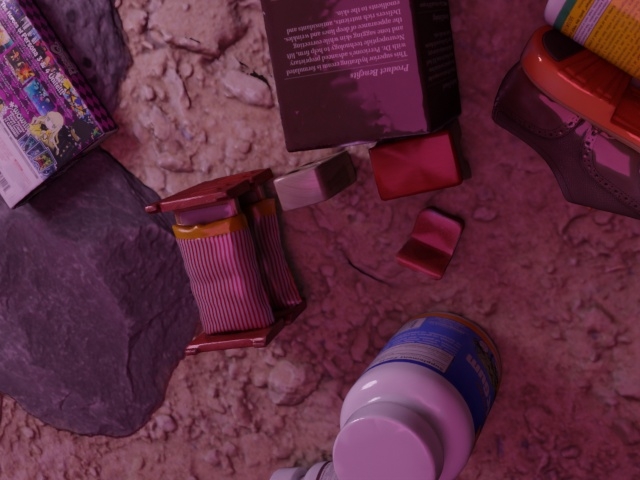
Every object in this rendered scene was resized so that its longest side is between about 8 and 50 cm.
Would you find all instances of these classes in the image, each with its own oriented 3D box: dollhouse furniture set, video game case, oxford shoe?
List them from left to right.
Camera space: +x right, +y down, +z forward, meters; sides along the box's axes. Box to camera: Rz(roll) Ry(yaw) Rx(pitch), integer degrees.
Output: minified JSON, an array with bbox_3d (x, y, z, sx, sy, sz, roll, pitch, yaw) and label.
[{"bbox_3d":[-0.424,-0.193,1.263,0.210,0.042,0.232,-33,92,26],"label":"video game case"},{"bbox_3d":[0.000,0.000,1.093,0.374,0.152,0.201,-11,101,24],"label":"dollhouse furniture set"},{"bbox_3d":[0.348,-0.075,0.970,0.363,0.130,0.133,42,136,9],"label":"oxford shoe"}]

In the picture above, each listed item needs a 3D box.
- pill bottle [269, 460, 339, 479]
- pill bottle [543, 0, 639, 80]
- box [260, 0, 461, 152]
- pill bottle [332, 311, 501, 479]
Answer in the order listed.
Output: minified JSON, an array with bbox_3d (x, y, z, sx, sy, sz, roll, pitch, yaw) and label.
[{"bbox_3d":[0.046,0.354,1.198,0.221,0.121,0.121,-6,103,23],"label":"pill bottle"},{"bbox_3d":[0.339,-0.217,0.898,0.208,0.117,0.118,34,115,9],"label":"pill bottle"},{"bbox_3d":[0.049,-0.219,1.001,0.168,0.167,0.203,-4,104,22],"label":"box"},{"bbox_3d":[0.112,0.195,1.040,0.152,0.272,0.152,6,108,20],"label":"pill bottle"}]
